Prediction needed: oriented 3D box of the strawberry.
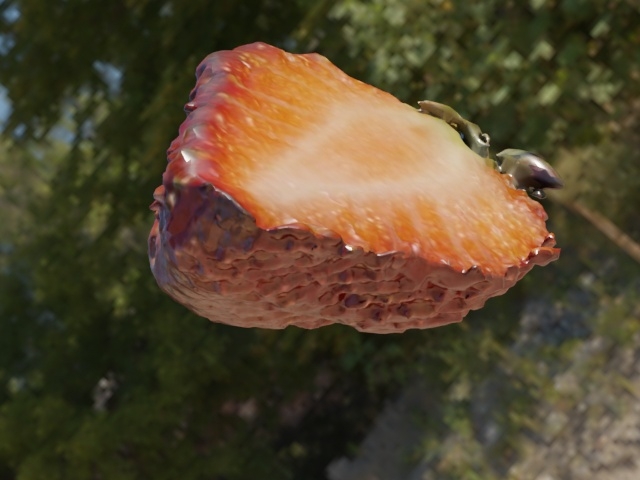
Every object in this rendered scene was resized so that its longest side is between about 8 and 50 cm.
[{"bbox_3d":[-0.004,-0.004,0.726,0.236,0.175,0.107,5,-57,-42],"label":"strawberry"}]
